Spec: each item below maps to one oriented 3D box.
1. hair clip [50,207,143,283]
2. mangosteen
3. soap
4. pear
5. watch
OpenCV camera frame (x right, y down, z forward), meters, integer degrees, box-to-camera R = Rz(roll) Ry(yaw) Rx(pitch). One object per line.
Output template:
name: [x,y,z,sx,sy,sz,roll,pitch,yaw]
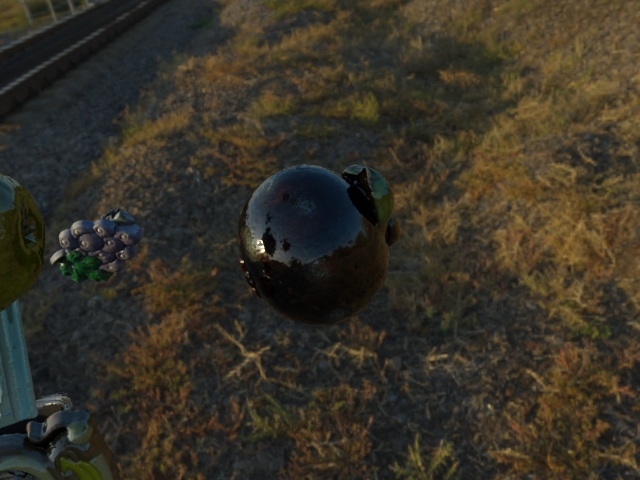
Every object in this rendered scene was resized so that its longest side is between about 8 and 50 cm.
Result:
hair clip: [-0.386,0.008,1.161,0.195,0.124,0.052,-42,30,30]
mangosteen: [0.000,0.000,1.142,0.288,0.288,0.288,-9,26,5]
soap: [-0.488,0.172,0.990,0.115,0.198,0.063,-13,-2,30]
pear: [-0.517,0.015,0.851,0.307,0.253,0.253,-10,25,-9]
watch: [-0.573,0.448,1.340,0.335,0.314,0.327,-23,15,-12]
